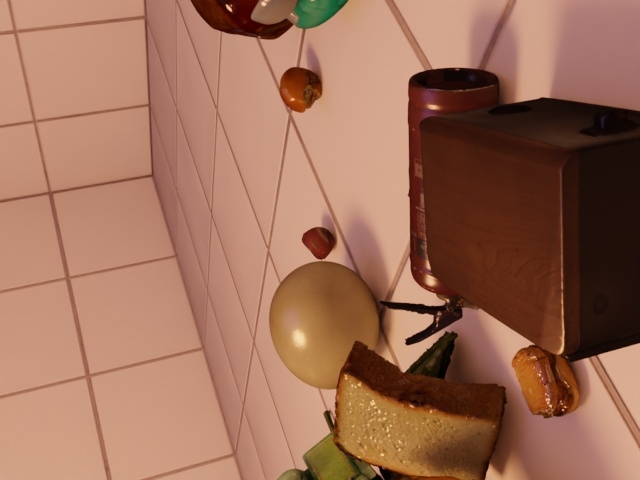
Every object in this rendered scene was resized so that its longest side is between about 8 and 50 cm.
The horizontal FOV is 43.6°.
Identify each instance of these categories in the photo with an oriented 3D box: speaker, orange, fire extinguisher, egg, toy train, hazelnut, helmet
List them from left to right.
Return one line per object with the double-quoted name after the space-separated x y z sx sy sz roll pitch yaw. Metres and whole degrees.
-0.121 -0.457 1.390 0.251 0.217 0.217 -49 -51 -82 "hazelnut"
-0.035 -0.275 1.430 0.062 0.086 0.086 -43 58 43 "orange"
0.001 -0.001 1.533 0.065 0.049 0.084 47 -168 -4 "helmet"
0.008 0.151 1.377 0.188 0.188 0.253 -124 22 -50 "egg"
0.039 0.475 1.400 0.271 0.188 0.159 53 177 -31 "toy train"
0.138 -0.024 0.950 0.102 0.138 0.344 -81 -10 -65 "fire extinguisher"
0.206 -0.027 0.705 0.231 0.153 0.192 -144 44 -65 "speaker"

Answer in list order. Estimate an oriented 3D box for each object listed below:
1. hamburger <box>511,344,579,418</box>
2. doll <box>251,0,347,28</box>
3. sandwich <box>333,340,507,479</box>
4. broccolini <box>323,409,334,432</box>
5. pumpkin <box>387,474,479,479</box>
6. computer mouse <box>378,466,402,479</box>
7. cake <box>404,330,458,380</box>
0.247 0.152 0.874 0.076 0.044 0.083 123 135 -68 "hamburger"
-0.001 -0.417 1.161 0.153 0.195 0.258 45 132 -5 "doll"
0.127 0.239 1.055 0.065 0.215 0.186 -61 -22 -46 "sandwich"
0.049 0.445 1.711 0.218 0.044 0.042 -113 4 -46 "broccolini"
0.168 0.411 0.930 0.225 0.303 0.256 120 163 -55 "pumpkin"
0.125 0.364 1.365 0.099 0.057 0.172 -127 27 -57 "computer mouse"
0.123 0.216 1.158 0.099 0.100 0.235 24 135 20 "cake"
